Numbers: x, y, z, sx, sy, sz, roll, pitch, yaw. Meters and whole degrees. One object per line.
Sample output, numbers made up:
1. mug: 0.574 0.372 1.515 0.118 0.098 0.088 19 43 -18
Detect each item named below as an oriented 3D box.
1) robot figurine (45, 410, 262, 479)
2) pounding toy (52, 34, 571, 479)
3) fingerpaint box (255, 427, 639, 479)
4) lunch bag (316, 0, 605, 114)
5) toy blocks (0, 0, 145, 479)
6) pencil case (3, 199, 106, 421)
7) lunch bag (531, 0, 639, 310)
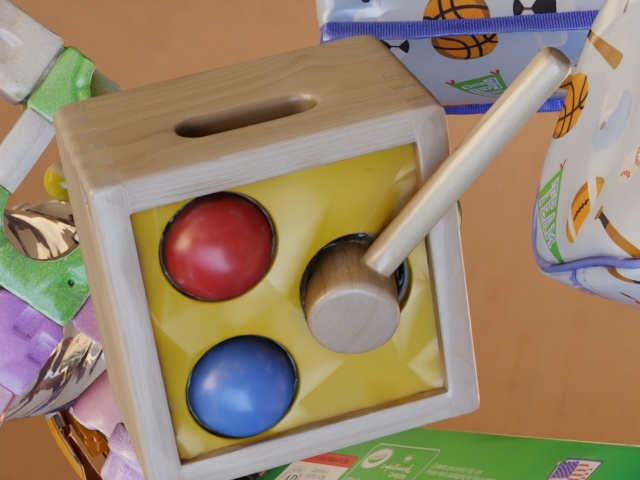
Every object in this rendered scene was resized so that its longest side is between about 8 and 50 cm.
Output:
1. robot figurine: -0.121 0.162 1.616 0.211 0.291 0.085 -35 -175 -30
2. pounding toy: 0.000 0.000 0.598 0.141 0.130 0.100 -14 -152 -11
3. fingerpaint box: 0.151 0.288 1.055 0.371 0.163 0.445 52 159 -12
4. lunch bag: 0.187 -0.277 1.554 0.386 0.327 0.239 -5 166 4
5. toy blocks: -0.176 0.026 1.012 0.289 0.260 0.309 35 176 -11
6. pencil case: -0.247 0.040 1.318 0.160 0.183 0.410 -13 175 14
7. lunch bag: 0.220 -0.092 0.967 0.115 0.303 0.243 21 174 -12
